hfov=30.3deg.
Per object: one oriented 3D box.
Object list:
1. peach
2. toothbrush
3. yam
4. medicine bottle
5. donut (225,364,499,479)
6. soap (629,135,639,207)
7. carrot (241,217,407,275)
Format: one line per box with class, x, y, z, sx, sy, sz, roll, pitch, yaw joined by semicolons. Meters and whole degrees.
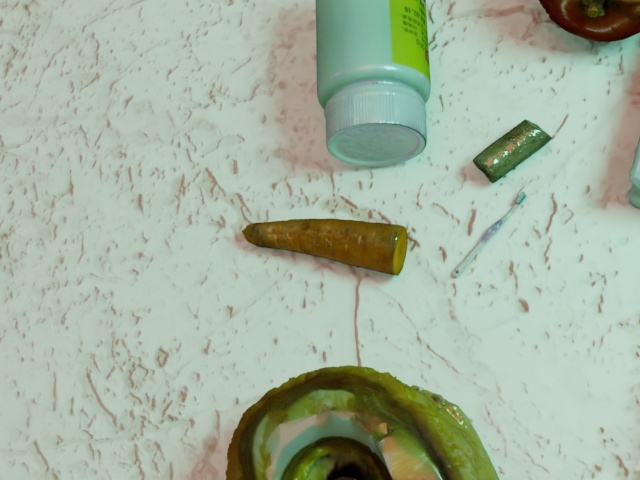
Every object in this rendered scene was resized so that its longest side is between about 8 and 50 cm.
peach;0.327;-0.364;1.408;0.154;0.159;0.267;4;73;6
toothbrush;0.200;-0.007;1.392;0.011;0.013;0.131;39;86;29
yam;0.229;-0.109;1.404;0.094;0.043;0.043;-38;65;1
medicine bottle;0.064;-0.217;1.437;0.139;0.139;0.225;-6;68;13
donut;0.031;0.290;1.247;0.330;0.160;0.330;-8;69;21
soap;0.466;-0.168;1.332;0.173;0.095;0.289;14;74;20
carrot;0.000;0.000;1.424;0.209;0.061;0.061;7;72;22
